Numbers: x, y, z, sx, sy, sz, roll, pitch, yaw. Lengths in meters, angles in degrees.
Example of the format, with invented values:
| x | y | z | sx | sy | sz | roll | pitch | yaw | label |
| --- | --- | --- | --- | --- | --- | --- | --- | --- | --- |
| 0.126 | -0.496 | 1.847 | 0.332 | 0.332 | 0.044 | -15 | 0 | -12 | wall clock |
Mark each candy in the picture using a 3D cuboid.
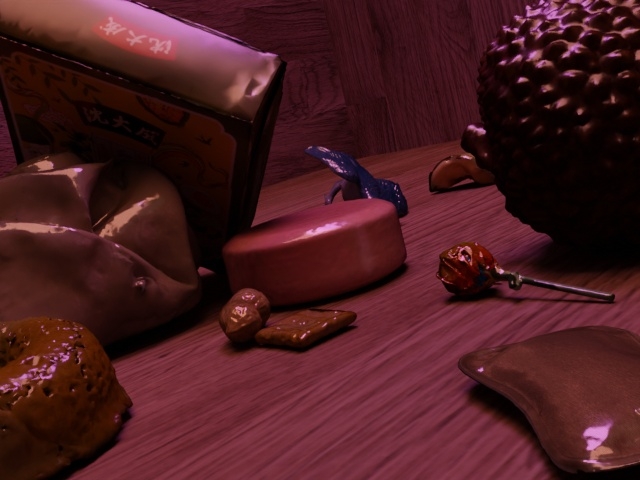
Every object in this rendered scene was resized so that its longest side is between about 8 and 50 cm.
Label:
| x | y | z | sx | sy | sz | roll | pitch | yaw | label |
| --- | --- | --- | --- | --- | --- | --- | --- | --- | --- |
| 0.195 | 0.038 | 0.757 | 0.060 | 0.061 | 0.201 | -19 | 18 | -33 | candy |
| -0.005 | 0.012 | 1.042 | 0.255 | 0.094 | 0.255 | -14 | 8 | 2 | candy |

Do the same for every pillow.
| x | y | z | sx | sy | sz | roll | pitch | yaw | label |
| --- | --- | --- | --- | --- | --- | --- | --- | --- | --- |
| 0.172 | 0.087 | 0.480 | 0.130 | 0.033 | 0.217 | -12 | 8 | -7 | pillow |

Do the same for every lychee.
| x | y | z | sx | sy | sz | roll | pitch | yaw | label |
| --- | --- | --- | --- | --- | --- | --- | --- | --- | --- |
| 0.314 | -0.137 | 0.858 | 0.330 | 0.306 | 0.306 | -15 | 7 | 25 | lychee |

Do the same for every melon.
| x | y | z | sx | sy | sz | roll | pitch | yaw | label |
| --- | --- | --- | --- | --- | --- | --- | --- | --- | --- |
| 0.318 | -0.157 | 1.696 | 0.160 | 0.079 | 0.128 | -8 | 11 | 34 | melon |

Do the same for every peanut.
| x | y | z | sx | sy | sz | roll | pitch | yaw | label |
| --- | --- | --- | --- | --- | --- | --- | --- | --- | --- |
| -0.083 | 0.082 | 0.857 | 0.053 | 0.054 | 0.113 | -13 | 10 | 6 | peanut |

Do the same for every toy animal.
| x | y | z | sx | sy | sz | roll | pitch | yaw | label |
| --- | --- | --- | --- | --- | --- | --- | --- | --- | --- |
| 0.088 | -0.102 | 1.489 | 0.239 | 0.256 | 0.176 | 27 | -48 | -35 | toy animal |

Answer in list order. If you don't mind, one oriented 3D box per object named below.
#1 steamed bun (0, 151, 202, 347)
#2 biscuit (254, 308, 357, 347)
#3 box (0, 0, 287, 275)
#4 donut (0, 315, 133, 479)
| x | y | z | sx | sy | sz | roll | pitch | yaw | label |
| --- | --- | --- | --- | --- | --- | --- | --- | --- | --- |
| -0.334 | 0.014 | 1.022 | 0.367 | 0.255 | 0.342 | -17 | 7 | -36 | steamed bun |
| -0.015 | 0.090 | 0.805 | 0.081 | 0.018 | 0.083 | -21 | 10 | -39 | biscuit |
| -0.267 | -0.152 | 1.157 | 0.372 | 0.138 | 0.420 | 21 | -32 | 1 | box |
| -0.296 | 0.138 | 0.653 | 0.272 | 0.107 | 0.272 | -13 | 11 | 2 | donut |
